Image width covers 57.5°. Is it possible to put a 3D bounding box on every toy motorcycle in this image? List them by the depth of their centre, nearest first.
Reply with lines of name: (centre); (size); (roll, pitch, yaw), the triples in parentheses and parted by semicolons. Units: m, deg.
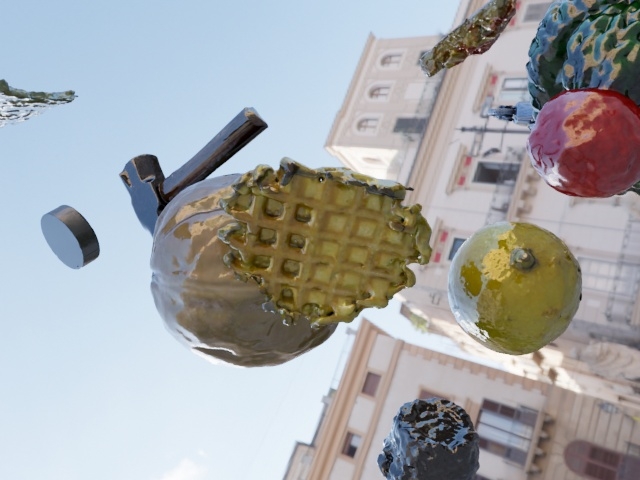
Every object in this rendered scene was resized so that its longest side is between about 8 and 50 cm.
toy motorcycle: (0.551, -0.317, 1.444); (0.135, 0.254, 0.092); (-3, -82, -47)

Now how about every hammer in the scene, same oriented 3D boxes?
hammer: (-0.280, -0.164, 1.310); (0.095, 0.408, 0.243); (-2, -119, -57)

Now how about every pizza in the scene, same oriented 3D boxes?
pizza: (0.250, -0.324, 0.893); (0.188, 0.199, 0.062); (-40, -85, -2)

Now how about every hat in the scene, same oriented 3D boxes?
hat: (0.345, -0.163, 0.661); (0.274, 0.242, 0.332); (56, -136, -6)

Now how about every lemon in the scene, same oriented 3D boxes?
lemon: (0.371, 0.093, 1.132); (0.261, 0.260, 0.284); (-60, -44, -24)

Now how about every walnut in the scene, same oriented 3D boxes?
walnut: (-0.125, 0.054, 1.060); (0.381, 0.381, 0.382); (-17, -68, -50)

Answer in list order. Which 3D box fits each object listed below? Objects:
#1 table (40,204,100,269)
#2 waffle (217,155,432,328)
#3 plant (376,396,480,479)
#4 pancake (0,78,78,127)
table: (-0.523, -0.006, 1.218); (0.043, 0.133, 0.134); (-41, -51, -43)
waffle: (0.000, 0.002, 0.787); (0.262, 0.280, 0.060); (54, -159, -19)
plant: (0.220, 0.444, 1.174); (0.203, 0.178, 0.234); (0, -62, -9)
pancake: (-0.575, -0.206, 0.856); (0.427, 0.304, 0.067); (-38, -64, -78)
